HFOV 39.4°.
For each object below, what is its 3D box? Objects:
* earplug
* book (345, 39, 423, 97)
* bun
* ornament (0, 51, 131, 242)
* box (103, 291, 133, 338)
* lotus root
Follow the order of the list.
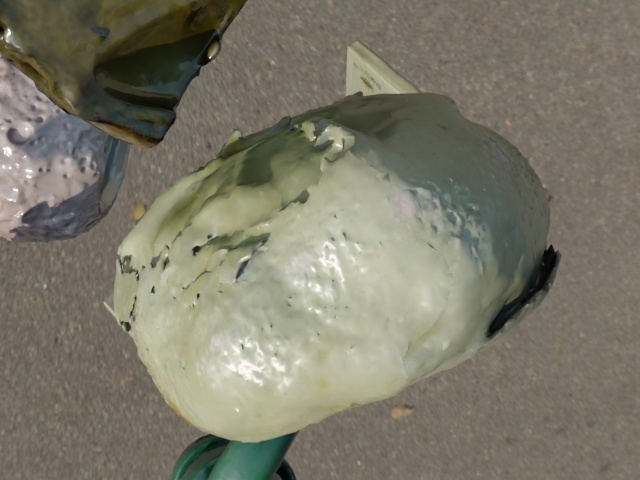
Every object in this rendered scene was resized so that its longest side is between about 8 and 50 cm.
[{"bbox_3d":[-0.109,0.288,1.105,0.164,0.280,0.257,-14,100,-26],"label":"earplug"},{"bbox_3d":[0.088,-0.098,0.940,0.162,0.232,0.022,42,77,13],"label":"book"},{"bbox_3d":[0.000,0.000,0.470,0.239,0.239,0.141,-24,96,-3],"label":"bun"},{"bbox_3d":[-0.356,-0.128,1.098,0.225,0.259,0.259,13,107,-1],"label":"ornament"},{"bbox_3d":[-0.207,0.077,1.706,0.365,0.051,0.204,-41,81,-18],"label":"box"},{"bbox_3d":[-0.095,-0.220,0.547,0.314,0.142,0.210,-49,119,-20],"label":"lotus root"}]
